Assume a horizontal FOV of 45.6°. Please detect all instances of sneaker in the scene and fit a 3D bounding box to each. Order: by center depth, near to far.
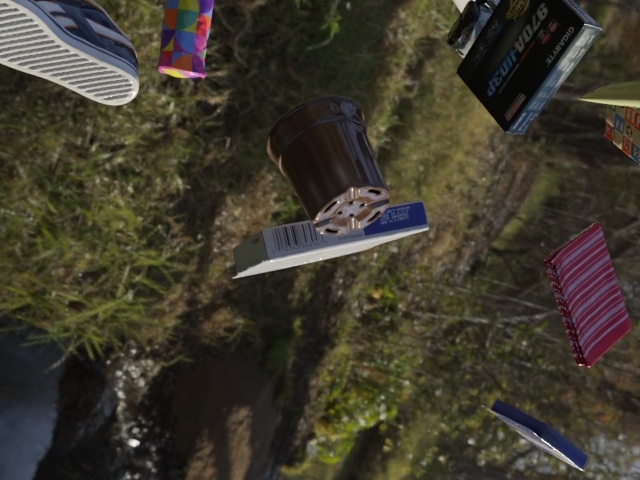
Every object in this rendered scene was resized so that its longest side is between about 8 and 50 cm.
[{"bbox_3d":[-0.437,-0.337,1.214,0.321,0.126,0.127,27,43,-43],"label":"sneaker"}]

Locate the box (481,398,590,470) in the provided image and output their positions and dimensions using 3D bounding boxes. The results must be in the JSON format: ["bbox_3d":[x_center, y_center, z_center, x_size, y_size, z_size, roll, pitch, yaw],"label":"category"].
[{"bbox_3d":[0.440,0.390,1.553,0.225,0.136,0.036,37,80,-35],"label":"box"}]

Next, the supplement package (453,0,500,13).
[{"bbox_3d":[0.501,-0.650,2.021,0.198,0.199,0.263,-51,137,1],"label":"supplement package"}]

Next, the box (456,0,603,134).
[{"bbox_3d":[0.341,-0.317,1.278,0.051,0.175,0.220,-1,138,-35],"label":"box"}]

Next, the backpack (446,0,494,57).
[{"bbox_3d":[0.419,-0.499,1.891,0.152,0.182,0.115,129,-17,-62],"label":"backpack"}]

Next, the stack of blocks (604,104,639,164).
[{"bbox_3d":[0.796,-0.269,1.808,0.297,0.087,0.171,-113,-169,-54],"label":"stack of blocks"}]

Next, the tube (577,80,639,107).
[{"bbox_3d":[0.661,-0.304,1.581,0.070,0.240,0.062,21,89,-35],"label":"tube"}]

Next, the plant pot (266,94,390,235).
[{"bbox_3d":[0.021,-0.107,1.179,0.167,0.167,0.165,83,-15,-61],"label":"plant pot"}]

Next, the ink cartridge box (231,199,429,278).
[{"bbox_3d":[0.000,0.000,1.522,0.330,0.324,0.071,160,-82,-70],"label":"ink cartridge box"}]

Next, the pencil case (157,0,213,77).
[{"bbox_3d":[-0.259,-0.441,1.511,0.104,0.105,0.236,-4,105,-77],"label":"pencil case"}]

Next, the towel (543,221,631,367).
[{"bbox_3d":[0.602,0.121,1.695,0.199,0.031,0.274,-30,106,-30],"label":"towel"}]
